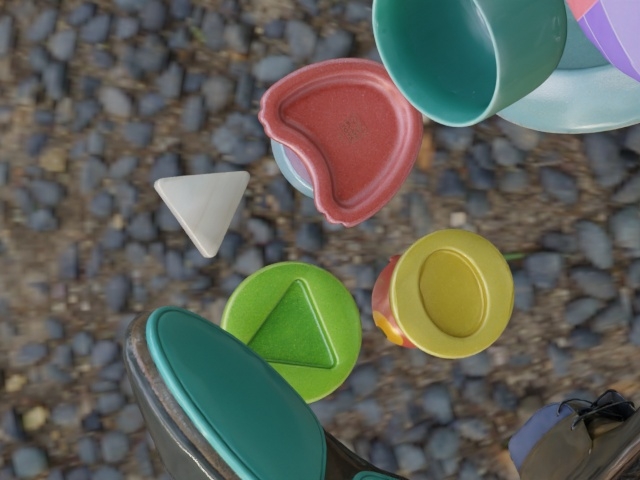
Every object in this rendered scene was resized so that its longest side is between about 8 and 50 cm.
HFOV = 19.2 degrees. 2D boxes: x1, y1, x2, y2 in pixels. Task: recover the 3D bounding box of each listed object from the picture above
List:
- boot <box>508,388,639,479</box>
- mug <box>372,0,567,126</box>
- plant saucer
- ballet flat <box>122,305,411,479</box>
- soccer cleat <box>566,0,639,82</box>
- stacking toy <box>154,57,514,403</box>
[{"bbox_3d":[0.180,0.127,1.223,0.106,0.082,0.219,65,146,32],"label":"boot"},{"bbox_3d":[0.119,-0.168,1.365,0.129,0.097,0.158,46,144,21],"label":"mug"},{"bbox_3d":[0.263,-0.229,1.667,0.317,0.044,0.317,-18,44,19],"label":"plant saucer"},{"bbox_3d":[-0.012,0.146,1.018,0.280,0.095,0.096,37,123,-17],"label":"ballet flat"},{"bbox_3d":[0.090,-0.124,0.415,0.083,0.095,0.248,15,134,9],"label":"soccer cleat"},{"bbox_3d":[0.000,0.000,1.787,0.279,0.130,0.309,-26,94,-13],"label":"stacking toy"}]
